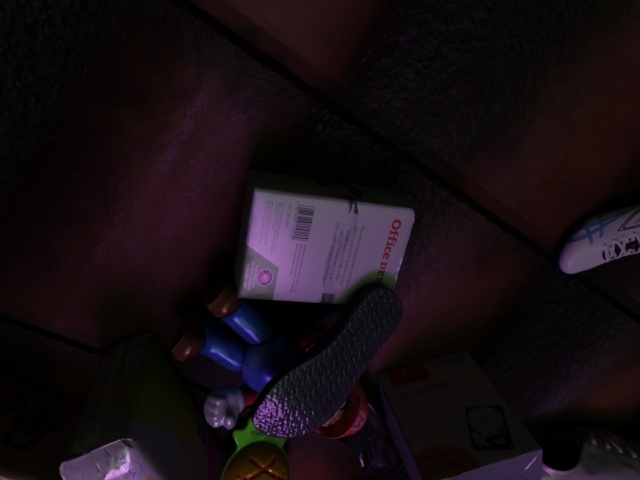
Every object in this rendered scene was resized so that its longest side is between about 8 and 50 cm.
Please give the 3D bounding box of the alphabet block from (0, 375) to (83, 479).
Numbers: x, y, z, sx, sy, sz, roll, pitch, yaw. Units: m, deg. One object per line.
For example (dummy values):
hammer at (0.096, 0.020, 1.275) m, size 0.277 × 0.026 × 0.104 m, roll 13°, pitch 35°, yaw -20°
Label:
alphabet block at (-0.443, 0.334, 0.640) m, size 0.197 × 0.193 × 0.192 m, roll 32°, pitch 91°, yaw -23°

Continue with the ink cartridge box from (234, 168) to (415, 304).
ink cartridge box at (0.000, 0.000, 0.650) m, size 0.220 × 0.092 × 0.160 m, roll 6°, pitch 114°, yaw -16°

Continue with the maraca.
maraca at (-0.112, 0.402, 0.815) m, size 0.127 × 0.099 × 0.185 m, roll 8°, pitch 87°, yaw -24°

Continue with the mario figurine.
mario figurine at (-0.051, 0.201, 0.685) m, size 0.321 × 0.170 × 0.198 m, roll 37°, pitch 132°, yaw -18°

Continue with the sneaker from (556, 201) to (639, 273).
sneaker at (0.508, -0.009, 0.762) m, size 0.237 × 0.086 × 0.085 m, roll -27°, pitch 119°, yaw 2°

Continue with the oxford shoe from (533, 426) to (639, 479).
oxford shoe at (0.585, 0.457, 0.963) m, size 0.450 × 0.169 × 0.129 m, roll -1°, pitch 93°, yaw -11°

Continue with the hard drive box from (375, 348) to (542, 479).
hard drive box at (0.212, 0.305, 0.760) m, size 0.181 × 0.232 × 0.089 m, roll -14°, pitch 116°, yaw -6°

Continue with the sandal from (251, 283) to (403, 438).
sandal at (0.013, 0.166, 0.635) m, size 0.254 × 0.054 × 0.097 m, roll -43°, pitch 109°, yaw -11°

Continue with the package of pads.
package of pads at (-0.238, 0.319, 0.671) m, size 0.101 × 0.229 × 0.296 m, roll -20°, pitch 116°, yaw -3°

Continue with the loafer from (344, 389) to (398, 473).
loafer at (0.081, 0.351, 0.840) m, size 0.078 × 0.076 × 0.223 m, roll -25°, pitch 121°, yaw -9°
